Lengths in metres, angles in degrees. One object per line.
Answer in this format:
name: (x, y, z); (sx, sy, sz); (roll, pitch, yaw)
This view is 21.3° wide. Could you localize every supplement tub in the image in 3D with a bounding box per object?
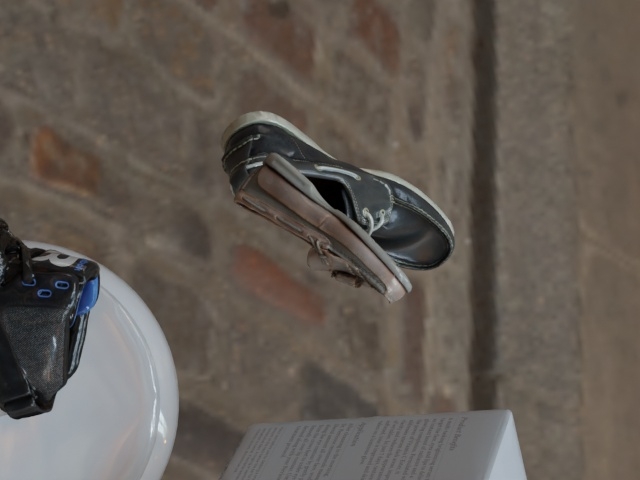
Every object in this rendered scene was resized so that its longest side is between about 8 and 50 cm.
supplement tub: (-0.219, 0.120, 1.220); (0.316, 0.228, 0.228); (144, -61, -81)

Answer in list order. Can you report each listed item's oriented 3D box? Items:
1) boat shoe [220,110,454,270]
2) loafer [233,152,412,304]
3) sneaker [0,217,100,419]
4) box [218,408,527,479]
boat shoe: (0.018, -0.023, 1.436); (0.233, 0.084, 0.079); (27, 27, -27)
loafer: (0.000, 0.000, 0.980); (0.039, 0.125, 0.045); (-43, 151, -7)
sneaker: (-0.189, -0.004, 0.969); (0.079, 0.121, 0.217); (-53, 135, -77)
box: (0.037, 0.181, 1.015); (0.091, 0.170, 0.130); (-59, 139, -59)
